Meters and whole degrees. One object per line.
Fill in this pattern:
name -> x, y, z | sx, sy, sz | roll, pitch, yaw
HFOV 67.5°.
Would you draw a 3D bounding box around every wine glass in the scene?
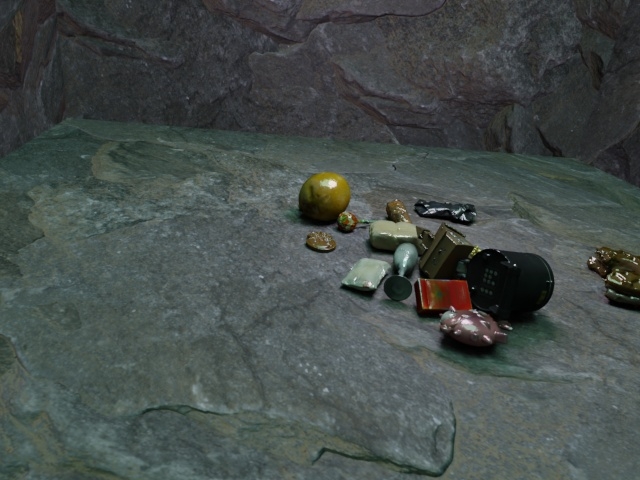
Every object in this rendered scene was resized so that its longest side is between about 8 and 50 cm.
wine glass -> 0.321, 0.030, 1.700 | 0.096, 0.264, 0.309 | 21, 27, 7

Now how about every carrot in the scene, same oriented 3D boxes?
carrot -> 0.375, -0.096, 2.194 | 0.101, 0.102, 0.263 | 2, 29, -10

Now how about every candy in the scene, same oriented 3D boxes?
candy -> 0.193, -0.082, 2.163 | 0.287, 0.084, 0.078 | -1, 27, -39

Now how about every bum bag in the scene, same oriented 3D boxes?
bum bag -> 0.621, -0.149, 2.391 | 0.310, 0.074, 0.137 | 6, 37, 14

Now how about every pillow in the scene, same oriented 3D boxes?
pillow -> 0.167, 0.120, 1.718 | 0.128, 0.051, 0.229 | 8, 23, 20

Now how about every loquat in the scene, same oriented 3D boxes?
loquat -> 0.022, -0.203, 2.172 | 0.243, 0.244, 0.244 | 6, 25, -3

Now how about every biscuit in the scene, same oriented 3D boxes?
biscuit -> 1.214, 0.145, 1.872 | 0.268, 0.115, 0.366 | 15, 27, 16
biscuit -> 0.000, 0.000, 1.960 | 0.124, 0.026, 0.175 | 3, 25, -10

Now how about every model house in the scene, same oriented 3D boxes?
model house -> 0.452, 0.015, 1.839 | 0.176, 0.181, 0.248 | 9, 31, -37

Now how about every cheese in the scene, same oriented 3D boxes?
cheese -> 0.332, -0.012, 2.000 | 0.262, 0.093, 0.159 | 6, 28, -5

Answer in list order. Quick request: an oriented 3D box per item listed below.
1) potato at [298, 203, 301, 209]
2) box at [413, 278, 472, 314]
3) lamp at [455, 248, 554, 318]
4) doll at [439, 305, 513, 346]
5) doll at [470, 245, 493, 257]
potato -> -0.068, -0.166, 2.275 | 0.083, 0.040, 0.051 | -7, 1, -34
box -> 0.403, 0.188, 1.582 | 0.175, 0.048, 0.112 | 4, 60, -9
lamp -> 0.635, 0.137, 1.583 | 0.272, 0.205, 0.374 | 8, 9, -10
doll -> 0.467, 0.261, 1.444 | 0.261, 0.093, 0.211 | 3, 15, -18
doll -> 0.696, 0.086, 1.900 | 0.207, 0.081, 0.129 | 25, 49, 29
